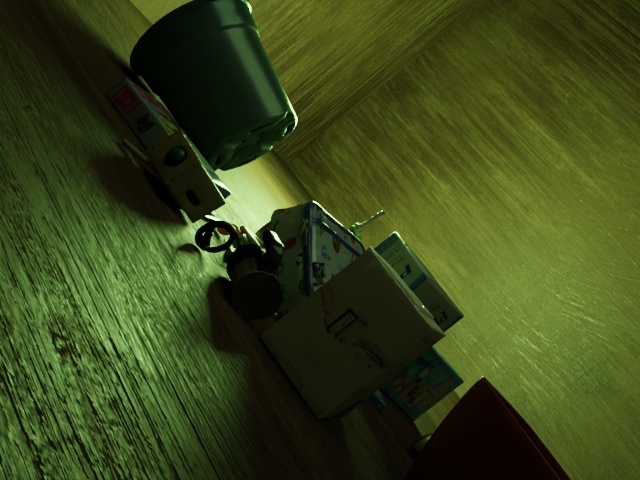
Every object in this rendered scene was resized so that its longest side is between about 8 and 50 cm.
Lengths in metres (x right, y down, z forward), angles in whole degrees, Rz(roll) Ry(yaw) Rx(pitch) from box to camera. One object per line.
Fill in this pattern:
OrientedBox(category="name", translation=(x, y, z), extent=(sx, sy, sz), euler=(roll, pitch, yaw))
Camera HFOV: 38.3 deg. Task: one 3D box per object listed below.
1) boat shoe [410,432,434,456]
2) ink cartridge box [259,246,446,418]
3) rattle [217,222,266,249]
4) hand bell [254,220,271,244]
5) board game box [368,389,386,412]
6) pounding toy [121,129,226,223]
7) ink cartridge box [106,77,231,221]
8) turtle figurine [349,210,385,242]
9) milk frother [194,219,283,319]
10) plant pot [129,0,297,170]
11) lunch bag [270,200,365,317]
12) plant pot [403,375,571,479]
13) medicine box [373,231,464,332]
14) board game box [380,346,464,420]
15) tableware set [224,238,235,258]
OrientedBox(category="boat shoe", translation=(0.248, 0.464, 1.964), extent=(0.190, 0.068, 0.072), euler=(43, 21, -57))
OrientedBox(category="ink cartridge box", translation=(0.057, 0.155, 1.509), extent=(0.168, 0.233, 0.171), euler=(53, 5, 17))
OrientedBox(category="rattle", translation=(-0.100, -0.007, 1.861), extent=(0.199, 0.143, 0.130), euler=(54, 16, -43))
OrientedBox(category="hand bell", translation=(-0.045, 0.070, 2.104), extent=(0.242, 0.126, 0.126), euler=(62, 1, -22))
OrientedBox(category="board game box", translation=(0.102, 0.314, 1.966), extent=(0.090, 0.020, 0.090), euler=(50, 4, -11))
OrientedBox(category="pounding toy", translation=(-0.256, -0.120, 1.613), extent=(0.130, 0.100, 0.141), euler=(56, -4, 39))
OrientedBox(category="ink cartridge box", translation=(-0.284, -0.171, 1.835), extent=(0.311, 0.065, 0.186), euler=(54, 6, 15))
OrientedBox(category="turtle figurine", translation=(0.000, 0.000, 2.372), extent=(0.198, 0.274, 0.266), euler=(15, -8, 28))
OrientedBox(category="milk frother", translation=(-0.136, 0.043, 1.511), extent=(0.143, 0.129, 0.135), euler=(5, 18, -12))
OrientedBox(category="plant pot", translation=(-0.246, -0.373, 2.289), extent=(0.334, 0.341, 0.341), euler=(61, 7, 10))
OrientedBox(category="lunch bag", translation=(0.003, 0.060, 1.821), extent=(0.303, 0.115, 0.243), euler=(42, 44, -56))
OrientedBox(category="plant pot", translation=(0.303, 0.444, 1.593), extent=(0.267, 0.236, 0.267), euler=(46, 8, -45))
OrientedBox(category="medicine box", translation=(0.153, 0.156, 2.163), extent=(0.149, 0.263, 0.289), euler=(48, 5, -22))
OrientedBox(category="board game box", translation=(0.229, 0.327, 2.204), extent=(0.210, 0.160, 0.047), euler=(47, 6, -41))
OrientedBox(category="tableware set", translation=(-0.131, 0.071, 1.675), extent=(0.154, 0.024, 0.104), euler=(53, 2, 32))
